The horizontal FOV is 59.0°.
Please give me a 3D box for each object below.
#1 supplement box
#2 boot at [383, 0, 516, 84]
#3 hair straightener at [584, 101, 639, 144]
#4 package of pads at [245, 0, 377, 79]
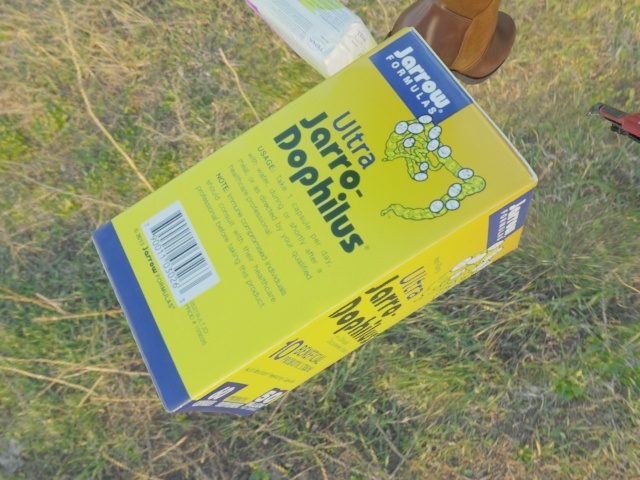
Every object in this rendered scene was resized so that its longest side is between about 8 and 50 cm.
[{"bbox_3d":[0.000,0.000,0.568,0.356,0.194,0.195,-33,68,2],"label":"supplement box"},{"bbox_3d":[0.208,-0.302,0.627,0.096,0.264,0.280,60,144,16],"label":"boot"},{"bbox_3d":[0.571,-0.199,1.044,0.089,0.230,0.047,39,99,-26],"label":"hair straightener"},{"bbox_3d":[0.008,-0.361,1.018,0.229,0.296,0.101,45,101,16],"label":"package of pads"}]
